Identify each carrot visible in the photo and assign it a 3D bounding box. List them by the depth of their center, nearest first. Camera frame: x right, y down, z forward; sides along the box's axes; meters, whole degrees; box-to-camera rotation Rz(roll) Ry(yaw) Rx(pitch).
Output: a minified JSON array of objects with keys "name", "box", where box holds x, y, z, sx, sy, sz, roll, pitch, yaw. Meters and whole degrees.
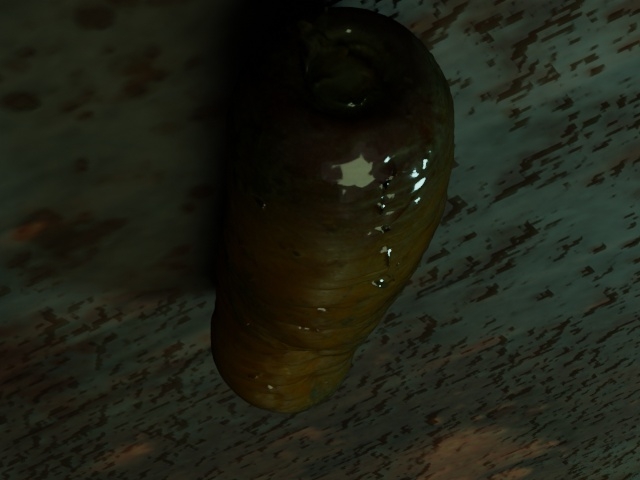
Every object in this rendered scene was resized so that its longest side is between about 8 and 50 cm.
[{"name":"carrot","box":[0.000,0.000,0.462,0.060,0.060,0.186,-11,157,-10]}]
